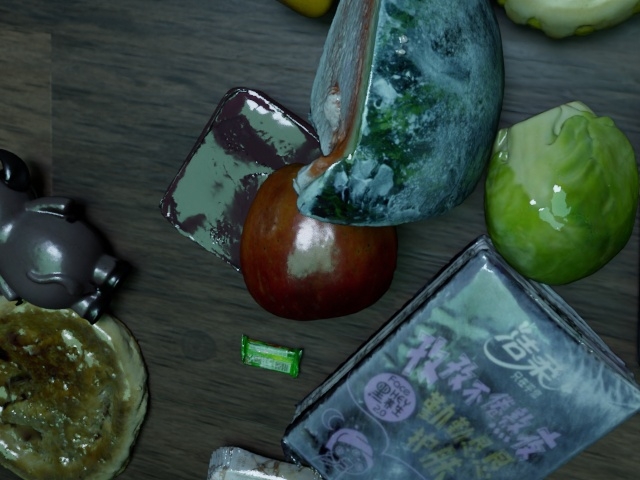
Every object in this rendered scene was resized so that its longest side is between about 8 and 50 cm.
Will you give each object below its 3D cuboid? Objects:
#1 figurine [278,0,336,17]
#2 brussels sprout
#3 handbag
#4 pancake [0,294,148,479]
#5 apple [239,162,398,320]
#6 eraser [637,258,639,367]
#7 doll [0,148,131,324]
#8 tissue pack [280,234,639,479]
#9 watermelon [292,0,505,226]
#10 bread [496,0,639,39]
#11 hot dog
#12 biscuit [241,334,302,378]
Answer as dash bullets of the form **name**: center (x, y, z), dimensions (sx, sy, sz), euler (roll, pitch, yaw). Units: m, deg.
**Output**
- **figurine**: center (0.019, -0.347, 0.549), dimensions (0.192, 0.167, 0.256), euler (23, 112, -5)
- **brussels sprout**: center (0.244, -0.044, 0.591), dimensions (0.162, 0.144, 0.180), euler (-31, 99, 4)
- **handbag**: center (-0.060, -0.055, 0.702), dimensions (0.216, 0.074, 0.203), euler (34, 111, 0)
- **pancake**: center (-0.424, 0.236, 0.881), dimensions (0.356, 0.065, 0.356), euler (4, 110, 11)
- **apple**: center (-0.004, -0.002, 0.595), dimensions (0.156, 0.147, 0.158), euler (4, 107, 33)
- **eraser**: center (0.414, 0.011, 0.591), dimensions (0.155, 0.101, 0.332), euler (-3, 104, 16)
- **doll**: center (-0.385, 0.001, 0.773), dimensions (0.257, 0.117, 0.182), euler (35, 100, -1)
- **tissue pack**: center (0.161, 0.202, 0.702), dimensions (0.259, 0.122, 0.361), euler (41, 109, -2)
- **watermelon**: center (0.052, -0.165, 0.535), dimensions (0.214, 0.320, 0.289), euler (11, 123, 41)
- **bread**: center (0.238, -0.299, 0.540), dimensions (0.213, 0.105, 0.213), euler (4, 110, 12)
- **hot dog**: center (-0.075, 0.359, 0.835), dimensions (0.191, 0.059, 0.108), euler (12, 106, 9)
- **biscuit**: center (-0.069, 0.161, 0.797), dimensions (0.089, 0.016, 0.046), euler (10, 106, 10)
